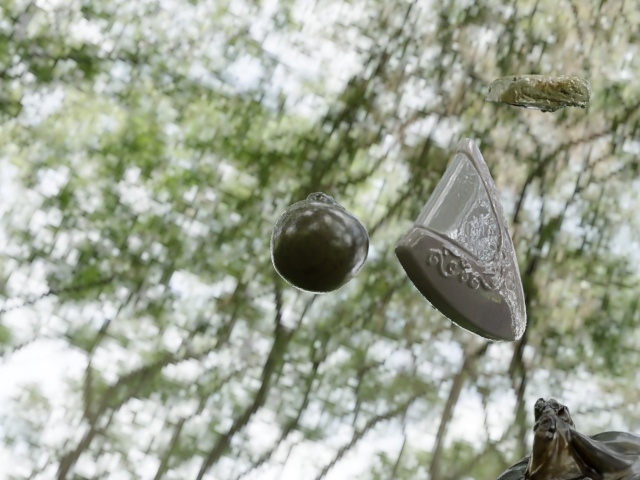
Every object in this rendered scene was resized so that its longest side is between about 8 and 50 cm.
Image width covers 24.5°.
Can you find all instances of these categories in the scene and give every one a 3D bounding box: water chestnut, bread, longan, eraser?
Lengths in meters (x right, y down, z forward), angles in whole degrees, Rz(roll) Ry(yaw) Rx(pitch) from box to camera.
[{"bbox_3d":[0.249,0.256,1.355,0.223,0.223,0.238,-6,-71,37],"label":"water chestnut"},{"bbox_3d":[0.197,-0.133,1.333,0.083,0.035,0.070,2,5,-17],"label":"bread"},{"bbox_3d":[0.000,0.000,1.575,0.106,0.119,0.106,5,-37,4],"label":"longan"},{"bbox_3d":[0.195,0.026,1.779,0.059,0.204,0.243,-8,-52,40],"label":"eraser"}]
